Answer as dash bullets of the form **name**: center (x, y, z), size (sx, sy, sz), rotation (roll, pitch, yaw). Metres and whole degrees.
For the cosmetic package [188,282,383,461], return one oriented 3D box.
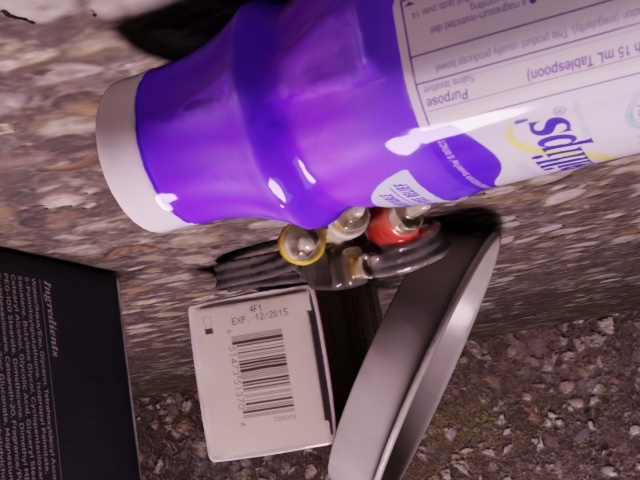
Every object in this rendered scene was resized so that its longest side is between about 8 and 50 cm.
- **cosmetic package**: center (-0.018, 0.125, 1.020), size (0.129, 0.153, 0.296), rotation (-11, 177, 13)

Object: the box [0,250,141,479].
- **box**: center (-0.360, 0.131, 0.715), size (0.293, 0.212, 0.395), rotation (-13, 169, 17)

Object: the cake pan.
- **cake pan**: center (0.086, 0.117, 0.912), size (0.054, 0.293, 0.293), rotation (24, 176, 14)

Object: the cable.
- **cable**: center (0.000, 0.000, 0.802), size (0.139, 0.072, 0.287), rotation (-14, -176, -22)

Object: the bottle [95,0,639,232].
- **bottle**: center (0.052, -0.064, 0.357), size (0.282, 0.092, 0.118), rotation (-13, 169, 21)
